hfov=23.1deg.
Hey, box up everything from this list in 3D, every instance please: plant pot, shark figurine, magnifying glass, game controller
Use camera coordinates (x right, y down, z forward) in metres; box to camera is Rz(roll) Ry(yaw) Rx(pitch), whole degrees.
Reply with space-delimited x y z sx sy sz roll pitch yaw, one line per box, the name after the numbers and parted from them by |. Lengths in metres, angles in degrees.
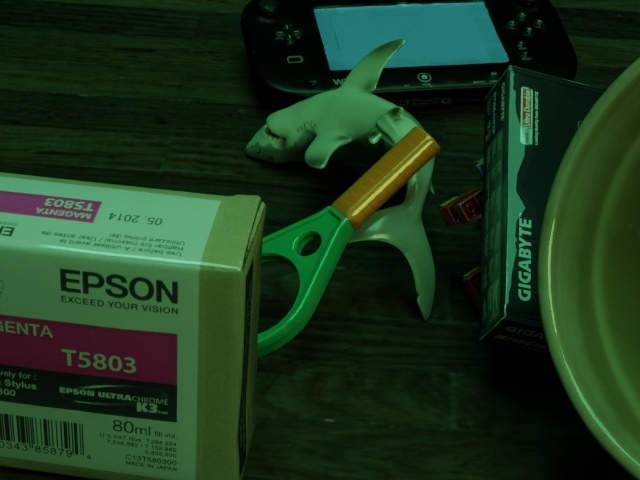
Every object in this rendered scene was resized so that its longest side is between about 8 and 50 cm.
0.350 0.027 1.033 0.323 0.323 0.280 34 14 36 | plant pot
0.062 -0.059 1.314 0.166 0.116 0.278 -41 36 -2 | shark figurine
0.000 0.000 1.186 0.231 0.026 0.092 -45 48 -7 | magnifying glass
0.085 -0.189 1.521 0.319 0.067 0.166 -4 36 -9 | game controller

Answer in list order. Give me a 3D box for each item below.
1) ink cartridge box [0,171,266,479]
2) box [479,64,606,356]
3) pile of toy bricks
-0.159 0.060 1.036 0.235 0.193 0.088 6 35 5 | ink cartridge box
0.210 -0.012 1.183 0.175 0.051 0.220 13 60 -13 | box
0.172 -0.028 1.288 0.212 0.118 0.105 -33 9 -26 | pile of toy bricks
